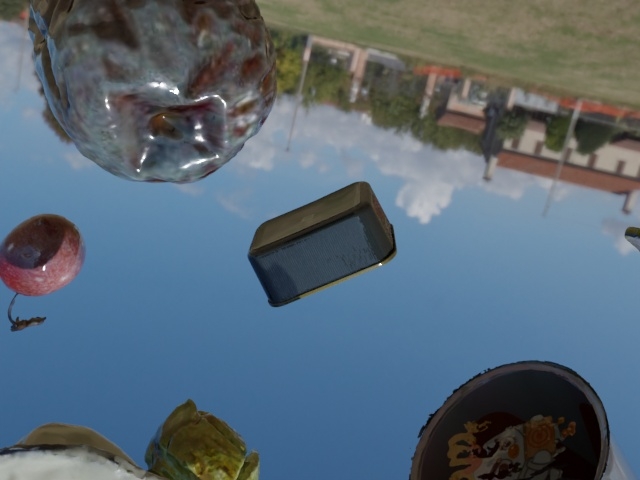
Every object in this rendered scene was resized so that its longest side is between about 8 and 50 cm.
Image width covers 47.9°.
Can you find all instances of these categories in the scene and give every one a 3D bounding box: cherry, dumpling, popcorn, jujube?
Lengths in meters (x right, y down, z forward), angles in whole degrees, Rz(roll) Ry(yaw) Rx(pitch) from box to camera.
[{"bbox_3d":[-0.348,0.039,0.901,0.090,0.225,0.107,40,-127,4],"label":"cherry"},{"bbox_3d":[-0.230,0.219,0.624,0.247,0.172,0.142,-7,-130,6],"label":"dumpling"},{"bbox_3d":[-0.269,0.490,1.511,0.225,0.276,0.276,40,-173,-17],"label":"popcorn"},{"bbox_3d":[-0.172,-0.208,0.721,0.226,0.226,0.317,4,-134,-34],"label":"jujube"}]

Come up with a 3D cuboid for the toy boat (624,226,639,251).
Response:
[{"bbox_3d":[0.357,0.012,0.702,0.063,0.016,0.115,34,175,-24],"label":"toy boat"}]

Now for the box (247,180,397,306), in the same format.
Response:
[{"bbox_3d":[0.000,0.000,1.038,0.201,0.090,0.144,-23,-161,13],"label":"box"}]

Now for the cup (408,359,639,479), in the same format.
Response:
[{"bbox_3d":[0.245,0.280,0.711,0.288,0.203,0.203,47,178,-26],"label":"cup"}]
